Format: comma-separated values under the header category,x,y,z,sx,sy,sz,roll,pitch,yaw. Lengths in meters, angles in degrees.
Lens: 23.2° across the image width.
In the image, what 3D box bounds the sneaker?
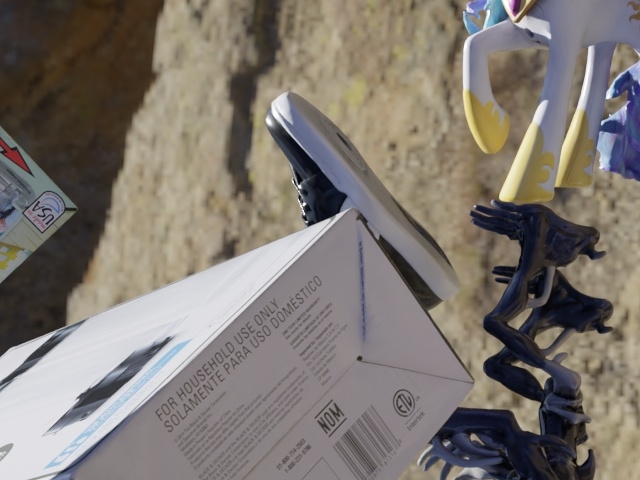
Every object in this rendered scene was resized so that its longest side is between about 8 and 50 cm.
category,x,y,z,sx,sy,sz,roll,pitch,yaw
sneaker,0.000,0.000,1.149,0.121,0.217,0.079,-36,30,12

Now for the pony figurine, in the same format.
category,x,y,z,sx,sy,sz,roll,pitch,yaw
pony figurine,0.284,-0.229,1.499,0.303,0.351,0.363,13,105,59

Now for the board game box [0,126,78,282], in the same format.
category,x,y,z,sx,sy,sz,roll,pitch,yaw
board game box,-0.365,-0.066,1.148,0.213,0.317,0.046,-45,19,-7

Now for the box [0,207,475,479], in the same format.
category,x,y,z,sx,sy,sz,roll,pitch,yaw
box,-0.095,0.099,0.644,0.290,0.169,0.087,-22,107,51

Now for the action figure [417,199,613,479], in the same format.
category,x,y,z,sx,sy,sz,roll,pitch,yaw
action figure,0.113,0.122,1.001,0.164,0.141,0.275,69,-151,-53
